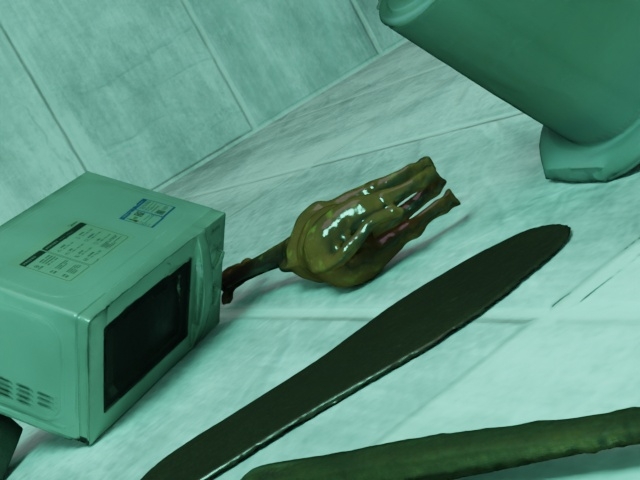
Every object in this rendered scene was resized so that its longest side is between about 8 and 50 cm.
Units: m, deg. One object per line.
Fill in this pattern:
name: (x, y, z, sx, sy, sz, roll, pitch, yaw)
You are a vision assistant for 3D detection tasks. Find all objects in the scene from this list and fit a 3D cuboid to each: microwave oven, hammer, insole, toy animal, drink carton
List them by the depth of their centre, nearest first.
hammer: (0.070, 0.087, 0.477, 0.297, 0.027, 0.125, -18, 10, 44)
insole: (0.024, 0.073, 0.721, 0.327, 0.007, 0.111, -32, 10, -13)
drink carton: (0.161, -0.164, 0.825, 0.191, 0.189, 0.185, -62, 21, -2)
microwave oven: (-0.189, 0.049, 0.944, 0.162, 0.123, 0.208, 16, 29, 19)
toy animal: (0.000, 0.000, 0.970, 0.229, 0.066, 0.224, -33, 10, 6)

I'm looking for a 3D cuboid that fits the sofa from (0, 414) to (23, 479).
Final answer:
sofa: (-0.314, 0.193, 0.932, 0.147, 0.060, 0.085, -25, 28, 23)
